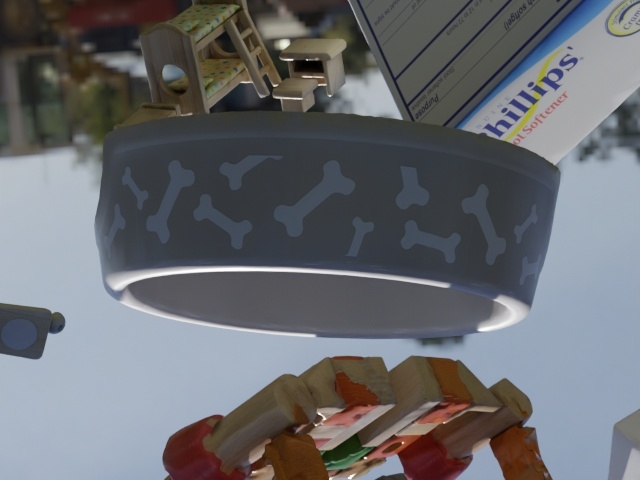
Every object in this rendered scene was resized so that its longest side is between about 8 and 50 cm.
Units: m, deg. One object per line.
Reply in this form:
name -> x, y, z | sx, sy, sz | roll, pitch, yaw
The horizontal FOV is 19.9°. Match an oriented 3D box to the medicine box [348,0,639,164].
medicine box -> 0.168, -0.245, 1.576 | 0.149, 0.289, 0.263 | 11, 135, -42

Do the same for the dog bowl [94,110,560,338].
dog bowl -> 0.000, 0.000, 1.315 | 0.349, 0.102, 0.349 | 4, 169, 1

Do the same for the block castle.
block castle -> 0.060, 0.300, 1.879 | 0.213, 0.303, 0.453 | -37, 154, 32

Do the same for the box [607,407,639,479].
box -> 0.383, 0.206, 1.756 | 0.170, 0.091, 0.130 | -26, -134, -26

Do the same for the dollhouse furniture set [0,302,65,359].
dollhouse furniture set -> -0.144, 0.009, 0.807 | 0.081, 0.114, 0.091 | 9, -155, -17

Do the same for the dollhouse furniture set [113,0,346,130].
dollhouse furniture set -> -0.086, -0.162, 1.713 | 0.161, 0.101, 0.182 | 4, -151, 27
